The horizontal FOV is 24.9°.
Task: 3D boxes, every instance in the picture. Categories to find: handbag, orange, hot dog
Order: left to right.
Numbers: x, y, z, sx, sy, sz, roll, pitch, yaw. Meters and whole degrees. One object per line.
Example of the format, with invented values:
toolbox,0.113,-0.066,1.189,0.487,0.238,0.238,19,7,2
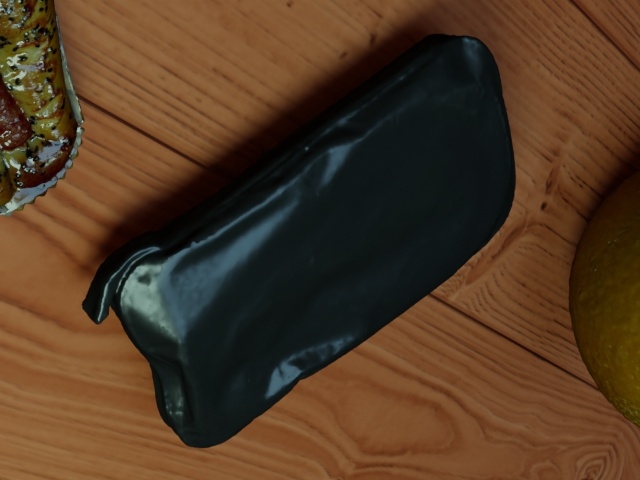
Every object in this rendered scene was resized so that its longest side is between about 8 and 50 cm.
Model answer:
hot dog,-0.182,-0.095,0.767,0.108,0.059,0.191,-29,137,-21
handbag,-0.002,0.002,0.993,0.332,0.075,0.191,-35,137,-19
orange,0.344,0.047,1.219,0.274,0.274,0.274,-25,132,-30
